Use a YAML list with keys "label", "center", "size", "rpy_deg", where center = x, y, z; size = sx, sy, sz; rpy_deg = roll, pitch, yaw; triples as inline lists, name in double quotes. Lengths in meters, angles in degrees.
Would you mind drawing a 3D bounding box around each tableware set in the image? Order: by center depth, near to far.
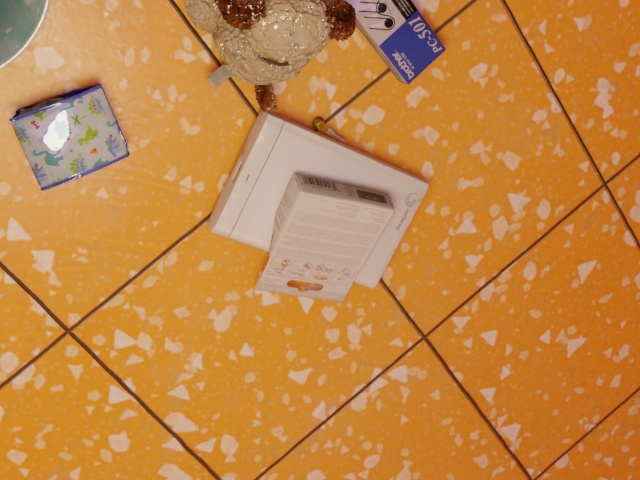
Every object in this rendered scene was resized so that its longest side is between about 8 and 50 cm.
- label: "tableware set"
  center: [-0.035, -0.152, 1.555]
  size: [0.104, 0.024, 0.154]
  rpy_deg: [33, 99, -30]

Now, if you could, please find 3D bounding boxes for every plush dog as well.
- label: "plush dog"
  center: [-0.070, -0.326, 1.353]
  size: [0.262, 0.225, 0.211]
  rpy_deg: [-1, 86, -18]

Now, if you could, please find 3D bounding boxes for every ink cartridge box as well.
- label: "ink cartridge box"
  center: [0.124, -0.387, 1.527]
  size: [0.097, 0.046, 0.207]
  rpy_deg: [-43, 116, -1]
- label: "ink cartridge box"
  center: [0.000, 0.000, 1.554]
  size: [0.189, 0.066, 0.232]
  rpy_deg: [10, 131, -24]

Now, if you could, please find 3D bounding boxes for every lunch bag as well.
- label: "lunch bag"
  center: [-0.400, -0.170, 1.385]
  size: [0.151, 0.096, 0.129]
  rpy_deg: [-20, 113, -2]

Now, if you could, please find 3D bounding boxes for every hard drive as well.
- label: "hard drive"
  center: [0.001, -0.066, 1.568]
  size: [0.353, 0.047, 0.233]
  rpy_deg: [20, 105, -28]

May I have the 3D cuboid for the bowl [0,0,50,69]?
- label: "bowl"
  center: [-0.550, -0.390, 1.204]
  size: [0.311, 0.163, 0.312]
  rpy_deg: [-14, 123, -22]
